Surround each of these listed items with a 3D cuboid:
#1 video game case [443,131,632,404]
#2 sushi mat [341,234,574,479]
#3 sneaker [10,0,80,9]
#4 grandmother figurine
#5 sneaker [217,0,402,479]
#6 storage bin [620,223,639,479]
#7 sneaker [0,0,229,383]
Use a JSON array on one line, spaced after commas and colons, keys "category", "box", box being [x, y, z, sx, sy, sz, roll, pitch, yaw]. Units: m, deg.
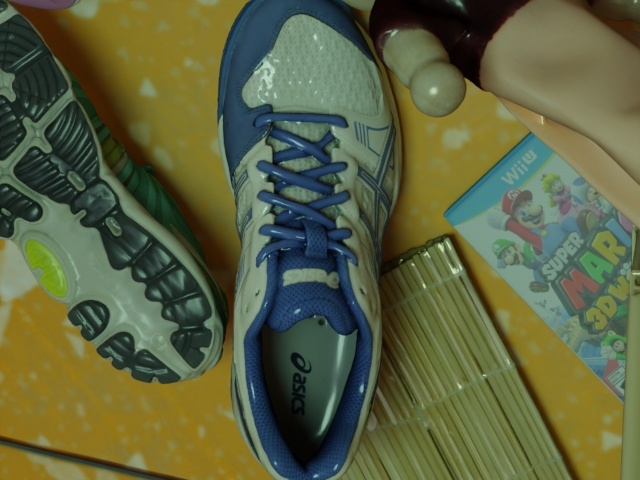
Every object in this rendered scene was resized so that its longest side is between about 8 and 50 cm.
[{"category": "video game case", "box": [0.170, 0.007, 1.102, 0.166, 0.015, 0.119, 46, 118, 0]}, {"category": "sushi mat", "box": [0.090, 0.161, 1.184, 0.151, 0.019, 0.316, -23, 99, 27]}, {"category": "sneaker", "box": [-0.172, -0.251, 1.062, 0.095, 0.104, 0.236, 12, 140, 23]}, {"category": "grandmother figurine", "box": [0.107, -0.105, 0.991, 0.342, 0.208, 0.104, 37, 120, 28]}, {"category": "sneaker", "box": [0.000, 0.000, 1.073, 0.112, 0.131, 0.296, -4, 99, -4]}, {"category": "storage bin", "box": [0.293, 0.124, 1.027, 0.260, 0.123, 0.262, 4, 110, 13]}, {"category": "sneaker", "box": [-0.152, -0.030, 1.157, 0.107, 0.110, 0.275, -34, 92, 15]}]
